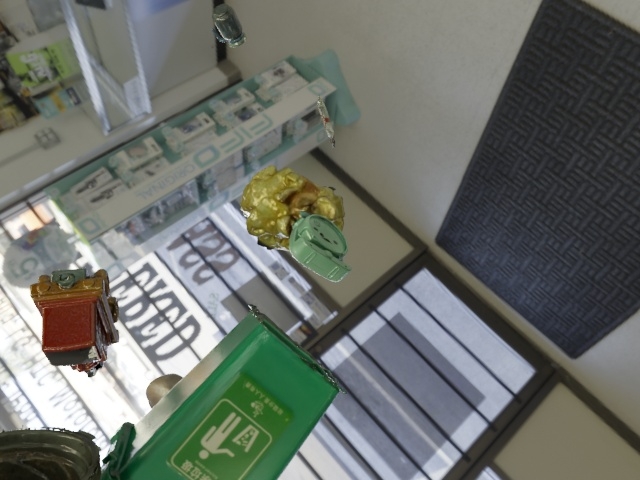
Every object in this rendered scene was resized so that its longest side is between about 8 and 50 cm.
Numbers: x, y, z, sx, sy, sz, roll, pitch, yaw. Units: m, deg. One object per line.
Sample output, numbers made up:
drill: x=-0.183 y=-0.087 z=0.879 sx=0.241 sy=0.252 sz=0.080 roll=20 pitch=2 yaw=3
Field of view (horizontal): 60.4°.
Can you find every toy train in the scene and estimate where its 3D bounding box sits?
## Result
toy train: x=-0.593 y=0.205 z=1.347 sx=0.369 sy=0.163 sz=0.231 roll=108 pitch=154 yaw=-55

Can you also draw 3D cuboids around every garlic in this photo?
garlic: x=-0.401 y=0.507 z=1.635 sx=0.279 sy=0.132 sz=0.325 roll=23 pitch=133 yaw=20

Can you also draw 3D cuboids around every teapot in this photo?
teapot: x=-0.198 y=-0.446 z=1.151 sx=0.083 sy=0.064 sz=0.049 roll=60 pitch=-171 yaw=-53

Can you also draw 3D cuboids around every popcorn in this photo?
popcorn: x=-0.073 y=-0.080 z=1.471 sx=0.287 sy=0.215 sz=0.252 roll=21 pitch=152 yaw=-4

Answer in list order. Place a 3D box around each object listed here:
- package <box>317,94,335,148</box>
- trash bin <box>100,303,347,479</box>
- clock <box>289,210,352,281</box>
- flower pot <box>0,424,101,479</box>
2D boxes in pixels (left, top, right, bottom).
package: x=0.011 y=-0.237 z=1.091 sx=0.037 sy=0.015 sz=0.110 roll=88 pitch=165 yaw=-74
trash bin: x=-0.164 y=0.321 z=0.947 sx=0.259 sy=0.381 sz=0.295 roll=44 pitch=172 yaw=-10
clock: x=-0.001 y=0.001 z=1.284 sx=0.148 sy=0.188 sz=0.060 roll=30 pitch=120 yaw=-23
flower pot: x=-0.408 y=0.353 z=0.716 sx=0.235 sy=0.236 sz=0.140 roll=17 pitch=104 yaw=54
